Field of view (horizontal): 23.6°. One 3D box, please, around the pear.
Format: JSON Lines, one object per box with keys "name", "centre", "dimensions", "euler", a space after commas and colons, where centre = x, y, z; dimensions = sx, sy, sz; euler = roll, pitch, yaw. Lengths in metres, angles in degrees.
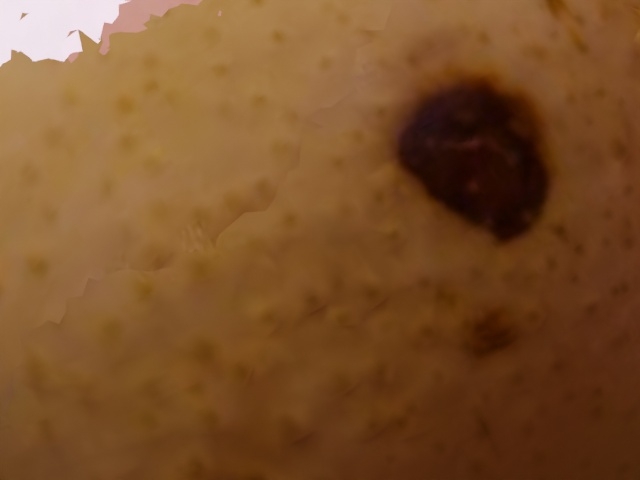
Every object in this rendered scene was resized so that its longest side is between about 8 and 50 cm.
{"name": "pear", "centre": [0.000, 0.000, 0.516], "dimensions": [0.348, 0.348, 0.348], "euler": [-16, 23, 7]}
